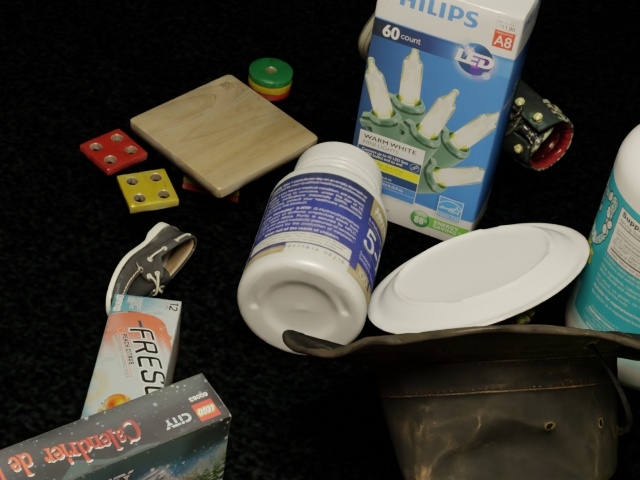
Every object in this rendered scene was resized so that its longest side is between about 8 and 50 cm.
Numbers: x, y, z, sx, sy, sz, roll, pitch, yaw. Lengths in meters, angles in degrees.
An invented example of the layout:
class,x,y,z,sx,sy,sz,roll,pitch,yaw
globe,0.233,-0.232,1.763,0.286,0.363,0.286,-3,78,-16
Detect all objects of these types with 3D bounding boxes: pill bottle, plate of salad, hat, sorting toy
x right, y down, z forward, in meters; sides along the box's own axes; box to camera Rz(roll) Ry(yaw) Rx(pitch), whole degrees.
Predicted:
class,x,y,z,sx,sy,sz,roll,pitch,yaw
pill bottle,0.000,0.000,1.178,0.112,0.112,0.187,12,42,4
plate of salad,0.137,0.039,1.158,0.199,0.048,0.200,-17,20,6
hat,0.128,0.136,1.005,0.331,0.331,0.134,3,84,-8
sorting toy,-0.102,-0.089,1.307,0.132,0.046,0.274,37,48,27
pill bottle,0.305,-0.006,1.126,0.146,0.264,0.146,6,41,-5

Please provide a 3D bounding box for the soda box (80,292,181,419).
class,x,y,z,sx,sy,sz,roll,pitch,yaw
soda box,-0.151,0.126,1.047,0.058,0.063,0.183,7,42,-2

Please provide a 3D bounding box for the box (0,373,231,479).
class,x,y,z,sx,sy,sz,roll,pitch,yaw
box,-0.175,0.193,0.896,0.233,0.159,0.044,-19,49,-28

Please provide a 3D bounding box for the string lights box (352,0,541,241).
class,x,y,z,sx,sy,sz,roll,pitch,yaw
string lights box,0.109,-0.131,1.232,0.133,0.260,0.077,20,43,12

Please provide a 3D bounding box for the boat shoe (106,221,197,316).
class,x,y,z,sx,sy,sz,roll,pitch,yaw
boat shoe,-0.148,0.028,1.173,0.038,0.046,0.125,15,33,14

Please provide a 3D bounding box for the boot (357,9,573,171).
class,x,y,z,sx,sy,sz,roll,pitch,yaw
boot,0.151,-0.157,1.338,0.178,0.085,0.236,41,11,25
